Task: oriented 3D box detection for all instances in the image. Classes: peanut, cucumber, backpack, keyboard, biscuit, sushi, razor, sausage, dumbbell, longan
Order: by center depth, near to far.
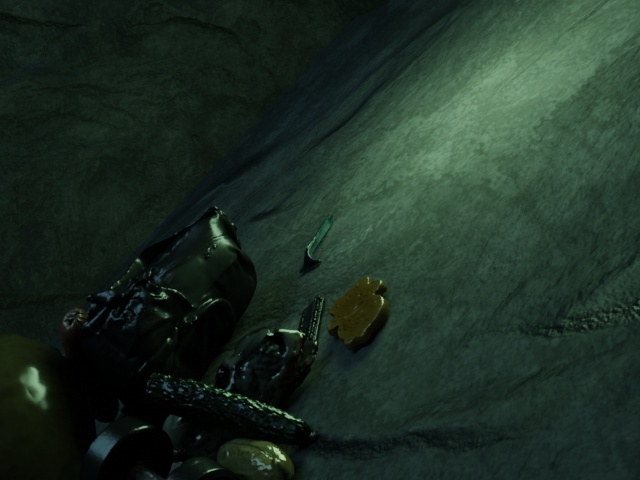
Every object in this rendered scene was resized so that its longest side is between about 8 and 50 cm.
[{"bbox_3d":[-0.244,0.375,1.272,0.218,0.152,0.152,19,60,37],"label":"dumbbell"},{"bbox_3d":[-0.098,0.346,1.279,0.174,0.080,0.080,-7,40,54],"label":"peanut"},{"bbox_3d":[-0.142,0.274,1.337,0.293,0.067,0.067,12,43,15],"label":"cucumber"},{"bbox_3d":[-0.146,0.272,1.449,0.332,0.130,0.124,-50,13,-6],"label":"sushi"},{"bbox_3d":[0.071,0.125,1.478,0.133,0.027,0.184,-45,20,-7],"label":"biscuit"},{"bbox_3d":[-0.025,0.174,1.590,0.060,0.018,0.195,-39,18,23],"label":"keyboard"},{"bbox_3d":[-0.644,0.408,1.663,0.404,0.404,0.436,-20,74,51],"label":"longan"},{"bbox_3d":[-0.310,0.141,1.804,0.446,0.255,0.363,-47,-20,-25],"label":"backpack"},{"bbox_3d":[-0.514,0.293,1.873,0.433,0.088,0.088,91,-157,-48],"label":"sausage"},{"bbox_3d":[-0.004,-0.004,1.908,0.066,0.033,0.190,-30,23,36],"label":"razor"}]

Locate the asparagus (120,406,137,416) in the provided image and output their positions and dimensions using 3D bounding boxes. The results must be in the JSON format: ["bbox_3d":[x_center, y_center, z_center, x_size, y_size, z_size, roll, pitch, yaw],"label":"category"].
[{"bbox_3d":[-0.450,0.402,1.973,0.108,0.025,0.021,-10,48,60],"label":"asparagus"}]
